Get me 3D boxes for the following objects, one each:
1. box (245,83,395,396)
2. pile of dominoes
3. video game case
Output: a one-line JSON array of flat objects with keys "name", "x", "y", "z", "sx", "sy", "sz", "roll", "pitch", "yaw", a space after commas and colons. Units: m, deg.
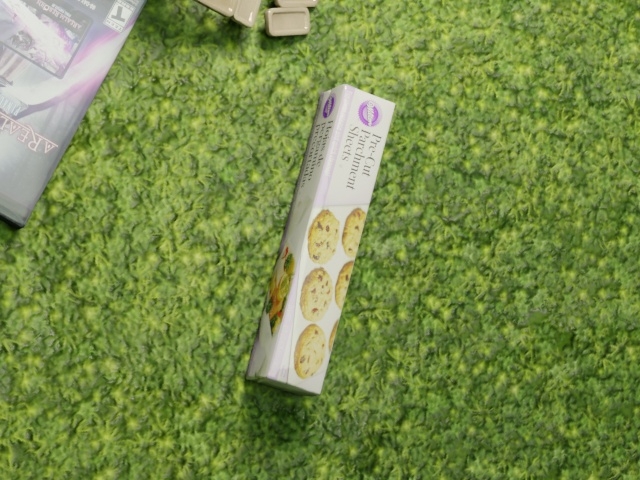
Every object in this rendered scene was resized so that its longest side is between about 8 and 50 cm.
[{"name": "box", "x": 0.000, "y": 0.000, "z": 1.668, "sx": 0.067, "sy": 0.063, "sz": 0.324, "roll": 21, "pitch": 77, "yaw": -22}, {"name": "pile of dominoes", "x": -0.065, "y": -0.341, "z": 1.682, "sx": 0.196, "sy": 0.040, "sz": 0.251, "roll": 25, "pitch": 76, "yaw": -41}, {"name": "video game case", "x": -0.313, "y": -0.176, "z": 1.566, "sx": 0.196, "sy": 0.026, "sz": 0.274, "roll": 31, "pitch": 72, "yaw": -18}]
